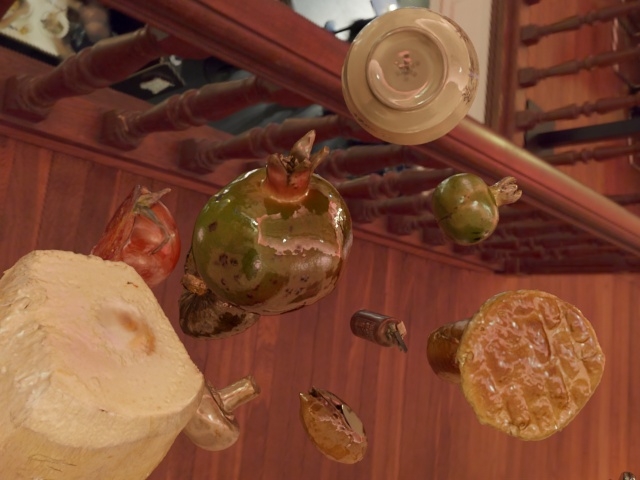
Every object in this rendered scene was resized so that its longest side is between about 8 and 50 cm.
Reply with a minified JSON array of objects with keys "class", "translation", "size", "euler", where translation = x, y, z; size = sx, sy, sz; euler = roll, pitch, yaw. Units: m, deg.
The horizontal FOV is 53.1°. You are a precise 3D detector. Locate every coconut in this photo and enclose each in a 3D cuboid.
[{"class":"coconut","translation":[-0.308,0.184,0.777],"size":[0.297,0.254,0.297],"euler":[38,25,-21]}]

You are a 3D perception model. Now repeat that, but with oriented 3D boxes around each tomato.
[{"class":"tomato","translation":[-0.431,0.029,1.523],"size":[0.170,0.309,0.309],"euler":[31,65,-23]}]

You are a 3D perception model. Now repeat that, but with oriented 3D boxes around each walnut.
[{"class":"walnut","translation":[0.029,0.465,1.607],"size":[0.245,0.137,0.137],"euler":[52,53,-18]}]

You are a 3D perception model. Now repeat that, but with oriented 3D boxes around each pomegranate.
[{"class":"pomegranate","translation":[-0.091,-0.030,1.116],"size":[0.291,0.290,0.323],"euler":[-49,138,-36]},{"class":"pomegranate","translation":[0.366,-0.095,1.559],"size":[0.210,0.179,0.179],"euler":[-51,127,-3]}]

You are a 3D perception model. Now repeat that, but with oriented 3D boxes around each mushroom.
[{"class":"mushroom","translation":[-0.253,0.406,1.589],"size":[0.215,0.207,0.207],"euler":[-31,114,-7]}]

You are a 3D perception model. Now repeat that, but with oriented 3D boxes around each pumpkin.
[{"class":"pumpkin","translation":[-0.274,0.137,1.831],"size":[0.242,0.232,0.325],"euler":[6,90,-52]}]

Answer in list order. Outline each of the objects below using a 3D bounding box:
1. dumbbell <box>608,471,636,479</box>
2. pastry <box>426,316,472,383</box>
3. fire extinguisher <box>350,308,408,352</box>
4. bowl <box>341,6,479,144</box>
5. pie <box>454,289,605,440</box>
[{"class":"dumbbell","translation":[0.686,0.595,1.316],"size":[0.192,0.289,0.192],"euler":[-41,139,-50]},{"class":"pastry","translation":[0.439,0.265,1.644],"size":[0.356,0.356,0.164],"euler":[0,70,-47]},{"class":"fire extinguisher","translation":[0.186,0.276,1.952],"size":[0.104,0.269,0.105],"euler":[0,91,-21]},{"class":"bowl","translation":[0.144,-0.275,1.055],"size":[0.126,0.237,0.238],"euler":[-40,122,-77]},{"class":"pie","translation":[0.445,0.262,1.376],"size":[0.339,0.083,0.340],"euler":[0,88,-12]}]
